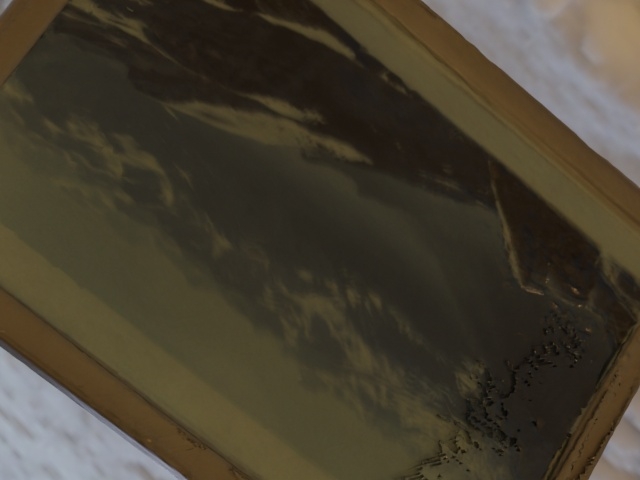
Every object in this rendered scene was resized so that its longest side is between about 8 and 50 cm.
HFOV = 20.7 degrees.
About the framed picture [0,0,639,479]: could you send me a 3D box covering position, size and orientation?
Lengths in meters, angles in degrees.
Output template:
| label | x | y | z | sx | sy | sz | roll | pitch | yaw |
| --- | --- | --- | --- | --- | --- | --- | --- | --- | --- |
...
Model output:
| label | x | y | z | sx | sy | sz | roll | pitch | yaw |
| --- | --- | --- | --- | --- | --- | --- | --- | --- | --- |
| framed picture | 0.000 | 0.000 | 0.767 | 0.335 | 0.247 | 0.022 | 40 | 158 | -14 |
